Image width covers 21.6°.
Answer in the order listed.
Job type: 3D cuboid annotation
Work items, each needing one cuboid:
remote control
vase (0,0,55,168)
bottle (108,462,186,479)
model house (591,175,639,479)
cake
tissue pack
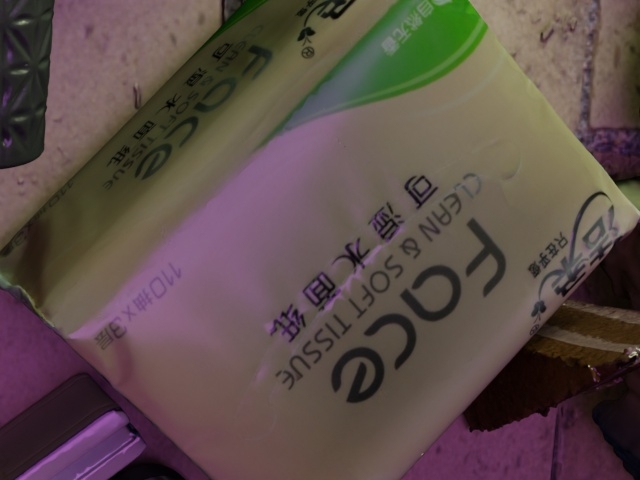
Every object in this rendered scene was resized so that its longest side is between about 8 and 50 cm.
[{"bbox_3d":[-0.270,0.215,1.315,0.277,0.103,0.055,-37,113,-12],"label":"remote control"},{"bbox_3d":[-0.263,-0.203,1.213,0.251,0.156,0.300,-30,125,-58],"label":"vase"},{"bbox_3d":[-0.116,0.235,1.299,0.096,0.254,0.079,32,89,-22],"label":"bottle"},{"bbox_3d":[0.490,0.154,1.504,0.445,0.395,0.400,-13,117,-32],"label":"model house"},{"bbox_3d":[0.201,0.090,1.404,0.116,0.295,0.112,-22,91,-22],"label":"cake"},{"bbox_3d":[0.000,0.000,1.330,0.405,0.205,0.332,-46,117,-7],"label":"tissue pack"}]
